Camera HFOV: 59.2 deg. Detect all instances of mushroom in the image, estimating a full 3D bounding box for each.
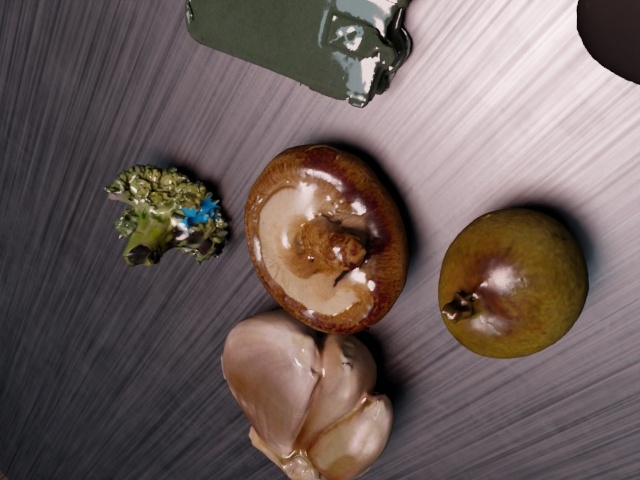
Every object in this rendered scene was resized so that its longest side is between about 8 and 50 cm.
[{"bbox_3d":[0.011,-0.004,0.688,0.194,0.138,0.231,-12,97,51],"label":"mushroom"}]

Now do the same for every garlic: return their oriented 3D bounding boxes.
[{"bbox_3d":[-0.023,0.216,0.821,0.279,0.132,0.325,30,130,15],"label":"garlic"}]

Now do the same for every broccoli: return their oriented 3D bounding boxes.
[{"bbox_3d":[-0.222,-0.024,0.800,0.154,0.160,0.167,-6,132,17],"label":"broccoli"}]

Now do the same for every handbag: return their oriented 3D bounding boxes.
[{"bbox_3d":[-0.014,-0.294,0.569,0.260,0.079,0.247,27,127,17],"label":"handbag"}]

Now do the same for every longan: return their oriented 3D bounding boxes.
[{"bbox_3d":[0.185,0.046,0.570,0.145,0.176,0.155,-1,100,49],"label":"longan"}]

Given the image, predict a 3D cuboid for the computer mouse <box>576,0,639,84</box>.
[{"bbox_3d":[0.284,-0.232,0.397,0.170,0.100,0.269,18,124,21],"label":"computer mouse"}]
